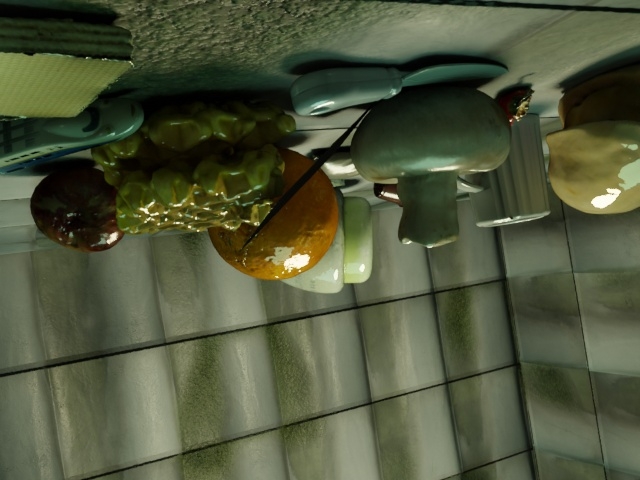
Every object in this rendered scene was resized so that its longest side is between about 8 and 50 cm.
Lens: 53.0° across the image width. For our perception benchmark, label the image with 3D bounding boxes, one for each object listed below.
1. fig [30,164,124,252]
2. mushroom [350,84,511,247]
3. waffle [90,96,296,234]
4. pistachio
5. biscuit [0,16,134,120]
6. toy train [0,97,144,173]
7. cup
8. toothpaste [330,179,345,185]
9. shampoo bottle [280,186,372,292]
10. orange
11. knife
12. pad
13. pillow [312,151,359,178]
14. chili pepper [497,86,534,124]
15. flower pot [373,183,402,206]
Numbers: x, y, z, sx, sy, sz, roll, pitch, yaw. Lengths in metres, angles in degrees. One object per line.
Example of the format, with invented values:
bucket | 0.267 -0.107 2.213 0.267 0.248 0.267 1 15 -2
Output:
fig | -0.426 -0.056 1.132 0.160 0.143 0.230 27 169 -26
mushroom | 0.163 -0.105 0.939 0.243 0.244 0.243 -9 178 0
waffle | -0.170 -0.094 0.905 0.261 0.151 0.324 -6 172 -7
pistachio | 0.493 -0.160 1.050 0.237 0.229 0.321 17 170 8
biscuit | -0.255 -0.147 0.571 0.121 0.041 0.199 -10 -179 -37
toy train | -0.311 -0.127 0.752 0.233 0.052 0.051 -9 173 26
cup | 0.346 -0.133 1.297 0.220 0.202 0.167 -9 176 2
toothpaste | 0.022 -0.158 1.629 0.046 0.034 0.164 -9 178 16
shampoo bottle | 0.000 0.000 1.950 0.317 0.323 0.322 -3 178 1
orange | -0.088 -0.049 1.177 0.246 0.246 0.246 -9 178 0
knife | 0.118 -0.200 0.792 0.331 0.044 0.080 -14 177 -24
pad | -0.016 -0.097 0.904 0.265 0.009 0.159 -50 -177 -35
pillow | 0.090 -0.165 1.381 0.254 0.059 0.169 -9 -179 -16
chili pepper | 0.313 -0.215 1.071 0.050 0.059 0.268 30 -175 5
flower pot | 0.201 -0.153 1.808 0.089 0.111 0.111 8 173 -19
